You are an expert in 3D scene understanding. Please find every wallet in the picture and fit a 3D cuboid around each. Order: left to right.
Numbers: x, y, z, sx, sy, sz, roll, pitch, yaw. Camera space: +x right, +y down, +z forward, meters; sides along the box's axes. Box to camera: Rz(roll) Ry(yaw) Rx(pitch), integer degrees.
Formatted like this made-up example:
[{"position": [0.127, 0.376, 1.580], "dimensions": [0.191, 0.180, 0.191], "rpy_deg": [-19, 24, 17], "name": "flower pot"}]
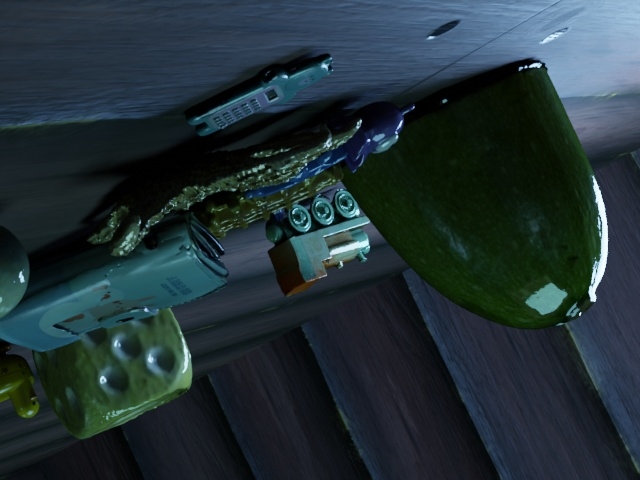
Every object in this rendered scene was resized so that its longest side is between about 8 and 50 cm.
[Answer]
[{"position": [-0.236, 0.046, 1.742], "dimensions": [0.250, 0.075, 0.176], "rpy_deg": [-19, 163, 6], "name": "wallet"}]

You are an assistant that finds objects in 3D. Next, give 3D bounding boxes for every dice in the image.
[{"position": [-0.287, 0.162, 2.149], "dimensions": [0.169, 0.169, 0.166], "rpy_deg": [-22, 173, -28], "name": "dice"}]

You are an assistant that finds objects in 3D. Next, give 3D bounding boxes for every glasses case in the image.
[{"position": [-0.058, -0.045, 1.982], "dimensions": [0.023, 0.033, 0.083], "rpy_deg": [-36, 174, -2], "name": "glasses case"}]

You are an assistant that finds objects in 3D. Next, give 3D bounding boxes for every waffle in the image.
[{"position": [-0.078, -0.046, 1.850], "dimensions": [0.192, 0.046, 0.161], "rpy_deg": [-29, 172, 36], "name": "waffle"}]

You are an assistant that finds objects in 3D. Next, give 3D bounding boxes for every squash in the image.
[{"position": [0.213, -0.022, 1.971], "dimensions": [0.310, 0.309, 0.310], "rpy_deg": [-25, 174, -3], "name": "squash"}]

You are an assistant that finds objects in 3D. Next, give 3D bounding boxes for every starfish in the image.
[{"position": [-0.125, -0.056, 1.568], "dimensions": [0.299, 0.060, 0.302], "rpy_deg": [-31, -171, -33], "name": "starfish"}]

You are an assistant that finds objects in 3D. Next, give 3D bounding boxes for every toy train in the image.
[{"position": [0.000, 0.000, 2.167], "dimensions": [0.176, 0.118, 0.074], "rpy_deg": [-16, 171, -45], "name": "toy train"}]

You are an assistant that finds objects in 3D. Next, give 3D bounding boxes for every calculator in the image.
[{"position": [-0.053, -0.132, 1.411], "dimensions": [0.141, 0.019, 0.094], "rpy_deg": [-25, 170, 3], "name": "calculator"}]

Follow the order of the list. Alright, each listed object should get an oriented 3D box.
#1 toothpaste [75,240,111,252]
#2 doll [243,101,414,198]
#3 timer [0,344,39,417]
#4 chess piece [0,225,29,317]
[{"position": [-0.207, 0.005, 1.832], "dimensions": [0.056, 0.036, 0.205], "rpy_deg": [-31, 167, 24], "name": "toothpaste"}, {"position": [0.010, -0.096, 1.677], "dimensions": [0.206, 0.067, 0.110], "rpy_deg": [-27, -174, 0], "name": "doll"}, {"position": [-0.446, 0.207, 2.175], "dimensions": [0.107, 0.109, 0.107], "rpy_deg": [-25, 173, -3], "name": "timer"}, {"position": [-0.366, 0.067, 1.435], "dimensions": [0.243, 0.133, 0.133], "rpy_deg": [-36, 169, 26], "name": "chess piece"}]
